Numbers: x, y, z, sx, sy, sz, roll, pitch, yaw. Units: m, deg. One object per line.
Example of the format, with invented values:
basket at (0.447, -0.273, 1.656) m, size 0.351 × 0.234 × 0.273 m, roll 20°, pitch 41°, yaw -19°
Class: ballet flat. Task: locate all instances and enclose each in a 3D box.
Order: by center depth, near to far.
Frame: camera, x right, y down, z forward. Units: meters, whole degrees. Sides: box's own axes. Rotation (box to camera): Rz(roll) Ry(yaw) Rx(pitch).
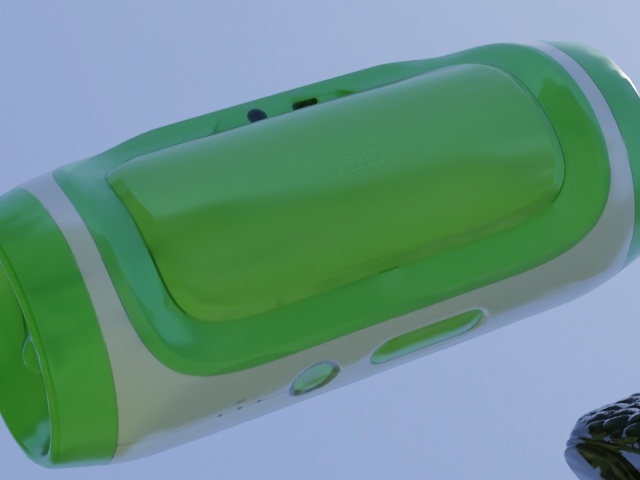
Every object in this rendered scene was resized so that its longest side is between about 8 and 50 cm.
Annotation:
ballet flat at (0.158, 0.081, 0.690) m, size 0.057 × 0.049 × 0.173 m, roll 54°, pitch -22°, yaw -21°

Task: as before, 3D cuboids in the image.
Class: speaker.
speaker at (0.000, 0.000, 0.780) m, size 0.131 × 0.296 × 0.131 m, roll 45°, pitch -36°, yaw 46°
